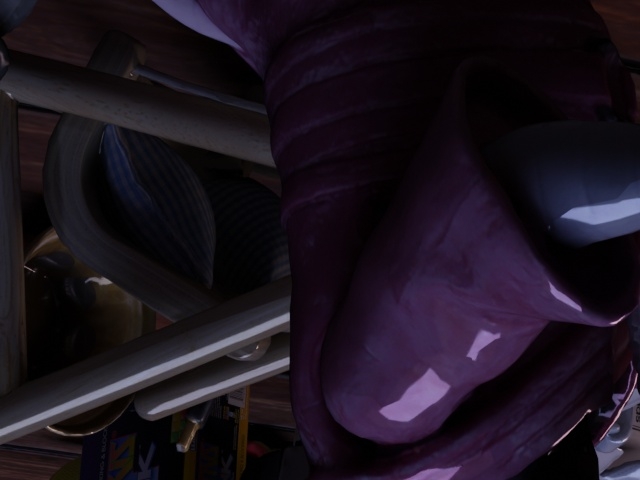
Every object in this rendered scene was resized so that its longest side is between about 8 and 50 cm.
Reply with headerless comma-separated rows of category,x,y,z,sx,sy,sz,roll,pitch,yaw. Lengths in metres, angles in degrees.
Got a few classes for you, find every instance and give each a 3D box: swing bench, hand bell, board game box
swing bench,0.000,0.000,0.826,0.254,0.165,0.253,-4,176,13
hand bell,-0.231,0.044,1.169,0.242,0.126,0.126,2,162,35
board game box,-0.113,0.177,1.365,0.048,0.170,0.141,20,152,-39

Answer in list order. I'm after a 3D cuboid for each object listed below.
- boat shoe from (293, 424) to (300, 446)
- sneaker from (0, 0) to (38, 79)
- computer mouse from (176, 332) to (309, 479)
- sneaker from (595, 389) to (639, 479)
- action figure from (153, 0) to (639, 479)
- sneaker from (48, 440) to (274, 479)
boat shoe,0.104,0.216,1.517,0.156,0.136,0.367,-6,147,15
sneaker,-0.180,-0.157,0.557,0.257,0.169,0.447,9,167,-21
computer mouse,-0.037,0.176,1.249,0.060,0.262,0.184,18,167,41
sneaker,0.153,0.069,1.110,0.210,0.137,0.366,12,162,-24
action figure,0.022,-0.038,0.513,0.275,0.370,0.248,-9,161,13
sneaker,-0.121,0.184,1.527,0.208,0.081,0.094,-7,150,7
